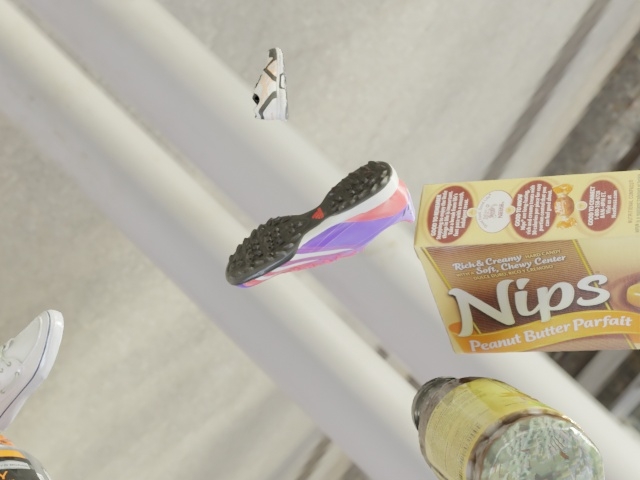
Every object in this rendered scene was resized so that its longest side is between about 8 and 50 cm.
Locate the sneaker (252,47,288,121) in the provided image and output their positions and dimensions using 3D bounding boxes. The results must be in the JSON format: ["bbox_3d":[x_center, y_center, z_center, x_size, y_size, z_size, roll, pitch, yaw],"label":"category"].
[{"bbox_3d":[-0.062,-0.189,1.655,0.043,0.109,0.040,-5,143,3],"label":"sneaker"}]

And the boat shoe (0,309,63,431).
[{"bbox_3d":[-0.462,0.195,2.065,0.075,0.083,0.226,19,112,-33],"label":"boat shoe"}]

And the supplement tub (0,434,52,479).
[{"bbox_3d":[-0.435,0.413,1.903,0.193,0.316,0.194,-17,125,-26],"label":"supplement tub"}]

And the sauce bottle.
[{"bbox_3d":[0.147,0.177,1.222,0.111,0.111,0.344,-46,-171,-3],"label":"sauce bottle"}]

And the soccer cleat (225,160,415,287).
[{"bbox_3d":[0.000,0.000,2.168,0.318,0.109,0.116,-32,126,8],"label":"soccer cleat"}]

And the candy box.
[{"bbox_3d":[0.265,0.023,1.328,0.183,0.316,0.088,65,29,-46],"label":"candy box"}]
